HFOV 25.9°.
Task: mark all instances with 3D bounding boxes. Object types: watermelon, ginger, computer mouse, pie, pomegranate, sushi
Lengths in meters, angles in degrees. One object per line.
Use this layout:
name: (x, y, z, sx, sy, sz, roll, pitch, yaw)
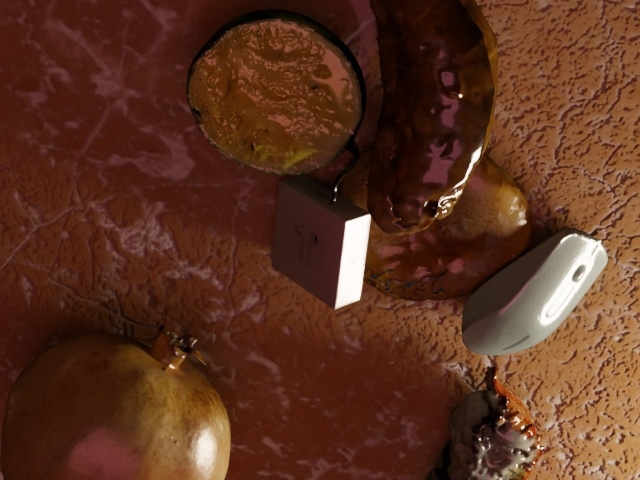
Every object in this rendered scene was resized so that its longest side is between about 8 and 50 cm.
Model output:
watermelon: (-0.043, -0.187, 1.699, 0.232, 0.127, 0.204, 23, 120, -8)
ginger: (0.140, -0.167, 1.675, 0.172, 0.165, 0.321, -3, 96, -26)
computer mouse: (0.289, 0.078, 1.859, 0.231, 0.079, 0.128, -41, 141, 18)
pie: (0.147, -0.022, 1.828, 0.273, 0.069, 0.273, 2, 121, 3)
pomegranate: (-0.266, 0.254, 1.854, 0.319, 0.319, 0.319, 0, 119, 0)
sushi: (0.223, 0.331, 1.988, 0.130, 0.124, 0.332, 13, 120, -16)

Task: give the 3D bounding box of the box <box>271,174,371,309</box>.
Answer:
box: (0.000, 0.000, 1.805, 0.051, 0.130, 0.129, -20, 128, -38)
